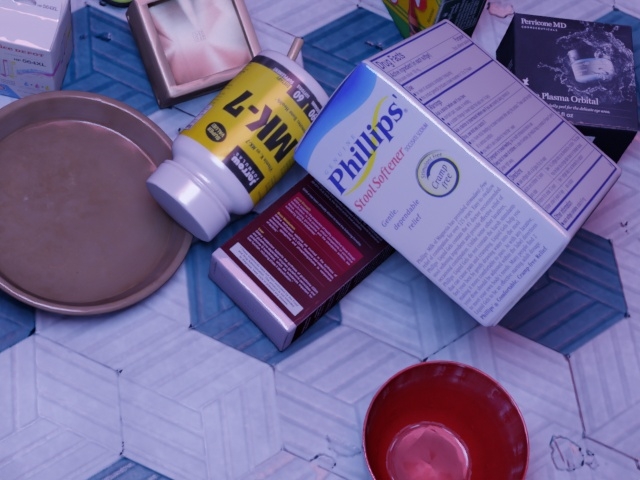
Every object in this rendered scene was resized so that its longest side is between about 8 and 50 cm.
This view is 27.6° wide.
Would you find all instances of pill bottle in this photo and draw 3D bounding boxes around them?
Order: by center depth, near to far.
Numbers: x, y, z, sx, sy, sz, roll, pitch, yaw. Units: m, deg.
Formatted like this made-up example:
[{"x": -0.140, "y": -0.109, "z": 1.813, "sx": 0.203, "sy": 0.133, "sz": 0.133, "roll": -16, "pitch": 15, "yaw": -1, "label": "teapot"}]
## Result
[{"x": -0.092, "y": -0.106, "z": 1.480, "sx": 0.119, "sy": 0.119, "sz": 0.208, "roll": 39, "pitch": 75, "yaw": 10, "label": "pill bottle"}]

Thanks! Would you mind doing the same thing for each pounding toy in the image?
[{"x": -0.115, "y": -0.215, "z": 1.594, "sx": 0.181, "sy": 0.094, "sz": 0.206, "roll": -20, "pitch": 92, "yaw": -17, "label": "pounding toy"}]

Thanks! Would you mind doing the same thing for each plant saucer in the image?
[{"x": -0.280, "y": -0.042, "z": 1.493, "sx": 0.278, "sy": 0.041, "sz": 0.278, "roll": 7, "pitch": 67, "yaw": -17, "label": "plant saucer"}]

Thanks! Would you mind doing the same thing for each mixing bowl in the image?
[{"x": 0.126, "y": 0.231, "z": 1.418, "sx": 0.181, "sy": 0.098, "sz": 0.181, "roll": 3, "pitch": 65, "yaw": -8, "label": "mixing bowl"}]

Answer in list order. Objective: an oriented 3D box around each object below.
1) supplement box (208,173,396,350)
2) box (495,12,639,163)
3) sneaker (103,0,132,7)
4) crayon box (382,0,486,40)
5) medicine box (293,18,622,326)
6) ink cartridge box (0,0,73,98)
[{"x": 0.000, "y": 0.000, "z": 1.518, "sx": 0.239, "sy": 0.073, "sz": 0.130, "roll": -40, "pitch": 78, "yaw": -21, "label": "supplement box"}, {"x": 0.307, "y": -0.190, "z": 1.639, "sx": 0.156, "sy": 0.093, "sz": 0.158, "roll": 5, "pitch": 64, "yaw": -6, "label": "box"}, {"x": -0.211, "y": -0.397, "z": 1.653, "sx": 0.084, "sy": 0.097, "sz": 0.235, "roll": 23, "pitch": 65, "yaw": 2, "label": "sneaker"}, {"x": 0.104, "y": -0.412, "z": 1.651, "sx": 0.081, "sy": 0.202, "sz": 0.318, "roll": -21, "pitch": 69, "yaw": -16, "label": "crayon box"}, {"x": 0.161, "y": -0.086, "z": 1.463, "sx": 0.289, "sy": 0.149, "sz": 0.263, "roll": 41, "pitch": 30, "yaw": 7, "label": "medicine box"}, {"x": -0.348, "y": -0.240, "z": 1.537, "sx": 0.092, "sy": 0.143, "sz": 0.090, "roll": 12, "pitch": 65, "yaw": -3, "label": "ink cartridge box"}]
